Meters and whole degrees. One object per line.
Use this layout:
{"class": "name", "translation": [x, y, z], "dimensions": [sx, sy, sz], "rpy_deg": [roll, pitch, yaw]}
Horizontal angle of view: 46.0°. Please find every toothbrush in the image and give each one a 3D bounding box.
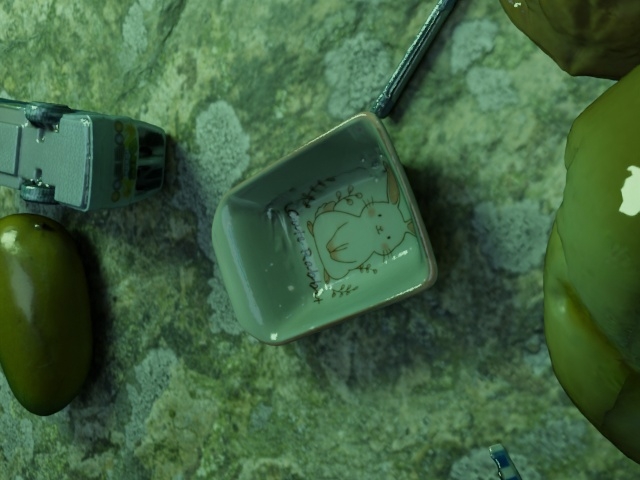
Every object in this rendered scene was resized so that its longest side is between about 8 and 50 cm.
{"class": "toothbrush", "translation": [0.100, -0.194, 0.609], "dimensions": [0.019, 0.016, 0.220], "rpy_deg": [44, 119, 26]}

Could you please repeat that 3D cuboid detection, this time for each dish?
{"class": "dish", "translation": [0.000, 0.000, 0.676], "dimensions": [0.234, 0.064, 0.154], "rpy_deg": [-25, 81, 35]}

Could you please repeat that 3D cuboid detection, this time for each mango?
{"class": "mango", "translation": [-0.346, 0.092, 0.911], "dimensions": [0.156, 0.114, 0.251], "rpy_deg": [-6, 91, 30]}

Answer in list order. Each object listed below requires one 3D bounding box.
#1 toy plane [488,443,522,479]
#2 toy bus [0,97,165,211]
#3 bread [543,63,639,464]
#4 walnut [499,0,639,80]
{"class": "toy plane", "translation": [0.218, 0.281, 0.555], "dimensions": [0.273, 0.107, 0.182], "rpy_deg": [19, 65, 7]}
{"class": "toy bus", "translation": [-0.318, -0.106, 0.853], "dimensions": [0.329, 0.136, 0.109], "rpy_deg": [14, 101, 35]}
{"class": "bread", "translation": [0.270, -0.018, 0.366], "dimensions": [0.341, 0.300, 0.210], "rpy_deg": [-51, 23, 39]}
{"class": "walnut", "translation": [0.190, -0.194, 0.431], "dimensions": [0.213, 0.213, 0.213], "rpy_deg": [5, 98, 36]}
